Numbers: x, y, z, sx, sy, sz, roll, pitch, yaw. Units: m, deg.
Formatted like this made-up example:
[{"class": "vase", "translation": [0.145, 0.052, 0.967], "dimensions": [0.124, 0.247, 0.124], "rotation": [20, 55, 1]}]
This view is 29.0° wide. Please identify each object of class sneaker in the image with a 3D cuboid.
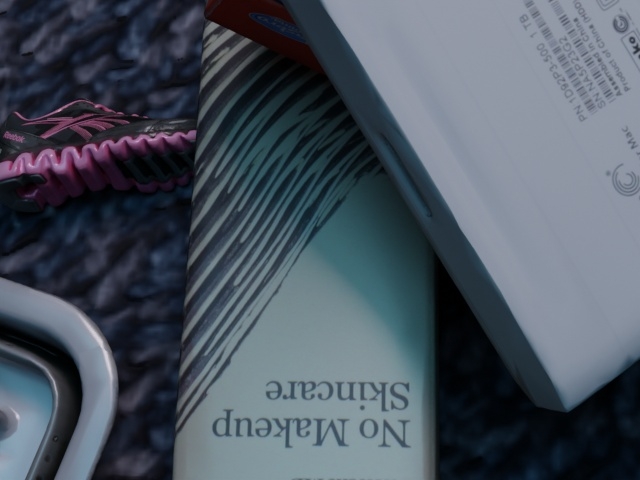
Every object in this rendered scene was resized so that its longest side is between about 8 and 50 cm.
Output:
[{"class": "sneaker", "translation": [-0.111, -0.053, 0.631], "dimensions": [0.119, 0.047, 0.057], "rotation": [-8, 57, 2]}]

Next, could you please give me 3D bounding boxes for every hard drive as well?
[{"class": "hard drive", "translation": [0.155, -0.105, 0.476], "dimensions": [0.308, 0.040, 0.203], "rotation": [-33, 96, -15]}]

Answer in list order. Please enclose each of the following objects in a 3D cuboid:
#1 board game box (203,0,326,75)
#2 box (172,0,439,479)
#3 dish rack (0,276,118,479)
[{"class": "board game box", "translation": [0.142, -0.140, 0.530], "dimensions": [0.317, 0.064, 0.242], "rotation": [24, 81, -13]}, {"class": "box", "translation": [0.000, 0.000, 0.566], "dimensions": [0.113, 0.094, 0.275], "rotation": [-2, 68, 5]}, {"class": "dish rack", "translation": [-0.273, 0.127, 0.562], "dimensions": [0.333, 0.072, 0.285], "rotation": [17, 71, 13]}]
